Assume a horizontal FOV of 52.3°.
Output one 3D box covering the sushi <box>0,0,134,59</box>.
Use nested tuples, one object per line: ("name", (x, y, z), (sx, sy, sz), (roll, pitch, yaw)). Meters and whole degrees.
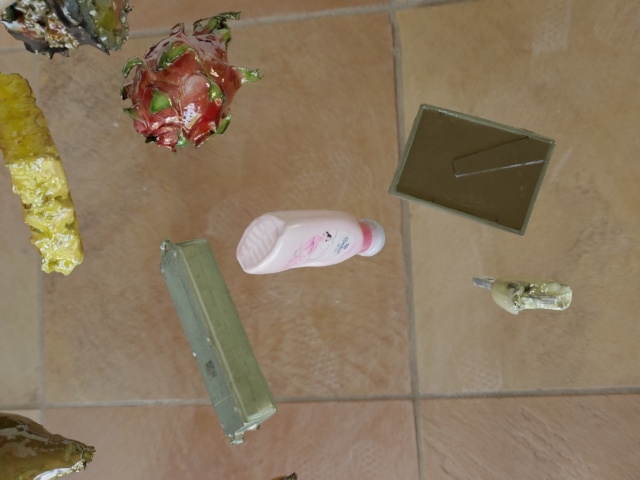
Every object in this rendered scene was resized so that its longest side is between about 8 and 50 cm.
("sushi", (-0.495, -0.462, 1.240), (0.219, 0.238, 0.225), (-5, 50, 23))

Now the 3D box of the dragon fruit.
("dragon fruit", (-0.157, -0.213, 0.843), (0.137, 0.135, 0.236), (41, 59, -6))

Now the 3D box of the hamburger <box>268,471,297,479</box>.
("hamburger", (-0.088, 0.563, 1.312), (0.087, 0.137, 0.166), (22, 107, 37))

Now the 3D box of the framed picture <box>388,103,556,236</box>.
("framed picture", (0.274, -0.133, 1.186), (0.260, 0.023, 0.189), (18, 85, 12))

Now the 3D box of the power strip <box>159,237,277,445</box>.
("power strip", (-0.133, 0.117, 0.822), (0.052, 0.078, 0.272), (-13, 72, -37))

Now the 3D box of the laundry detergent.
("laundry detergent", (0.000, 0.000, 1.250), (0.159, 0.335, 0.088), (-42, 65, 33))

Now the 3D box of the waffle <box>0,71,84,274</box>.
("waffle", (-0.339, -0.072, 0.784), (0.057, 0.219, 0.229), (-18, 47, -21))

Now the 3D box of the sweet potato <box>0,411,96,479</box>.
("sweet potato", (-0.371, 0.232, 0.549), (0.370, 0.158, 0.157), (-25, 83, -11))

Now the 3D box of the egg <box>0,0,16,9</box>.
("egg", (-0.451, -0.334, 0.714), (0.162, 0.271, 0.206), (-41, 96, -19))

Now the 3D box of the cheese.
("cheese", (0.313, 0.081, 1.069), (0.127, 0.235, 0.049), (0, 93, -13))
